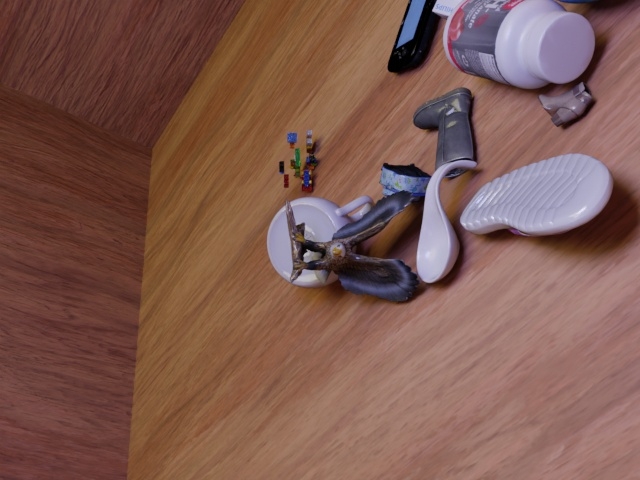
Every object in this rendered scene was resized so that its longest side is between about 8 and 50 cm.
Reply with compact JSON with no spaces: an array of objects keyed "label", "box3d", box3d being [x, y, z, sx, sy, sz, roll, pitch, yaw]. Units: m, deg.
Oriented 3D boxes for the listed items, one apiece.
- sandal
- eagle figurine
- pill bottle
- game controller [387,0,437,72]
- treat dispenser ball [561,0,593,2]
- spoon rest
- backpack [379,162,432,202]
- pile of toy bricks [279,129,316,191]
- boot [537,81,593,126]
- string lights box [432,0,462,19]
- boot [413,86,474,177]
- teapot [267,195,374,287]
[{"label":"sandal","box3d":[0.403,-0.063,1.295,0.169,0.102,0.416,-54,14,-7]},{"label":"eagle figurine","box3d":[0.076,0.022,1.617,0.225,0.298,0.226,-85,-13,-58]},{"label":"pill bottle","box3d":[0.402,-0.408,1.456,0.176,0.176,0.318,-62,28,9]},{"label":"game controller","box3d":[0.268,-0.616,1.962,0.166,0.067,0.319,4,72,61]},{"label":"treat dispenser ball","box3d":[0.491,-0.590,1.316,0.288,0.288,0.288,-40,38,41]},{"label":"spoon rest","box3d":[0.257,-0.045,1.516,0.137,0.084,0.276,175,111,-70]},{"label":"backpack","box3d":[0.205,-0.133,1.681,0.114,0.105,0.084,34,122,59]},{"label":"pile of toy bricks","box3d":[-0.073,-0.239,2.260,0.105,0.118,0.212,96,173,-67]},{"label":"boot","box3d":[0.477,-0.274,1.378,0.087,0.042,0.118,-43,37,27]},{"label":"string lights box","box3d":[0.370,-0.610,1.607,0.077,0.133,0.259,35,105,41]},{"label":"boot","box3d":[0.286,-0.236,1.660,0.190,0.076,0.208,-29,52,52]},{"label":"teapot","box3d":[0.000,0.000,1.858,0.256,0.187,0.252,7,96,28]}]
